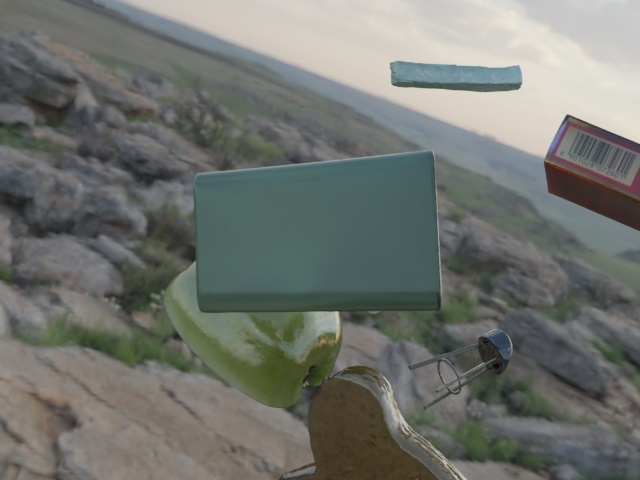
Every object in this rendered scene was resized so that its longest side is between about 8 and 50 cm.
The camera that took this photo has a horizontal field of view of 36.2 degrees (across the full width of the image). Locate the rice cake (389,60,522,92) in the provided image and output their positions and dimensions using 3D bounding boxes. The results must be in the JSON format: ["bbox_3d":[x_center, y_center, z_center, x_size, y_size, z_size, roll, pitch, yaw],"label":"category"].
[{"bbox_3d":[0.245,-0.296,1.769,0.245,0.045,0.042,2,-16,-10],"label":"rice cake"}]

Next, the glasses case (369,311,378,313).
[{"bbox_3d":[0.138,0.049,1.758,0.049,0.197,0.076,27,-28,29],"label":"glasses case"}]

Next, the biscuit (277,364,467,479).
[{"bbox_3d":[0.120,0.389,1.281,0.394,0.368,0.076,33,30,21],"label":"biscuit"}]

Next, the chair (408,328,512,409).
[{"bbox_3d":[0.305,0.275,2.076,0.221,0.095,0.104,-25,39,-19],"label":"chair"}]

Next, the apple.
[{"bbox_3d":[-0.117,0.167,2.058,0.360,0.320,0.312,45,-13,19],"label":"apple"}]

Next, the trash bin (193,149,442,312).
[{"bbox_3d":[0.000,0.000,1.417,0.343,0.223,0.158,-4,-5,7],"label":"trash bin"}]

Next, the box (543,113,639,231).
[{"bbox_3d":[0.495,-0.068,1.458,0.313,0.089,0.197,27,-4,18],"label":"box"}]
